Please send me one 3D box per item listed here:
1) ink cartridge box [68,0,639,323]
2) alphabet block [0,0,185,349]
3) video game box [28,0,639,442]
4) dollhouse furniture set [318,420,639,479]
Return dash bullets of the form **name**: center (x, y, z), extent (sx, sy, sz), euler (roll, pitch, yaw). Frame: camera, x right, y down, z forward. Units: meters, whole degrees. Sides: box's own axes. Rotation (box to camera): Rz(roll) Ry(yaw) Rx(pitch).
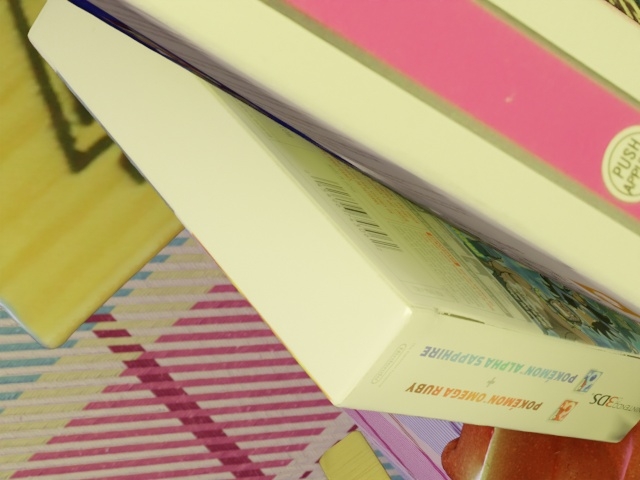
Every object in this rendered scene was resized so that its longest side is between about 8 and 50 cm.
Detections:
- **ink cartridge box**: center (-0.059, -0.090, 0.390), extent (0.371, 0.069, 0.176), euler (27, -177, -24)
- **alphabet block**: center (-0.143, -0.093, 0.806), extent (0.193, 0.197, 0.192), euler (49, 172, -23)
- **video game box**: center (0.014, -0.013, 0.585), extent (0.187, 0.048, 0.205), euler (12, -151, -50)
- **dollhouse furniture set**: center (0.133, 0.208, 0.724), extent (0.152, 0.201, 0.374), euler (41, 166, 42)
